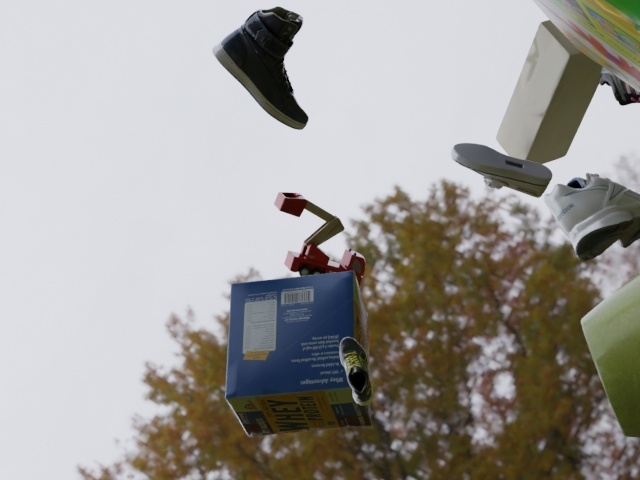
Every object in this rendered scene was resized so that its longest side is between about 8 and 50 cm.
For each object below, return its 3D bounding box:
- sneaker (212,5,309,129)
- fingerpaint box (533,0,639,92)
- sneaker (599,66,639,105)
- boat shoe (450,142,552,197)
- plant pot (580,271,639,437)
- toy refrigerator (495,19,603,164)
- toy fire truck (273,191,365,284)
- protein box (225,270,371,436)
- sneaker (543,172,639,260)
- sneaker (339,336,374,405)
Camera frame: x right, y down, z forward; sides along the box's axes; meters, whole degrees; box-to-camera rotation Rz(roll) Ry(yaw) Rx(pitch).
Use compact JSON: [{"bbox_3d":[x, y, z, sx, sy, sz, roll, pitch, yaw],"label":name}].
[{"bbox_3d":[-0.066,-0.325,2.101,0.163,0.226,0.086,-41,16,18],"label":"sneaker"},{"bbox_3d":[0.340,-0.133,0.788,0.163,0.445,0.371,-52,-27,11],"label":"fingerpaint box"},{"bbox_3d":[0.479,-0.224,1.687,0.063,0.170,0.075,-9,-49,-42],"label":"sneaker"},{"bbox_3d":[0.171,-0.065,1.098,0.035,0.100,0.035,-78,4,-51],"label":"boat shoe"},{"bbox_3d":[0.440,0.098,1.208,0.293,0.275,0.275,-21,-35,12],"label":"plant pot"},{"bbox_3d":[0.387,-0.249,1.900,0.102,0.094,0.270,-19,-33,-23],"label":"toy refrigerator"},{"bbox_3d":[0.000,0.000,1.988,0.192,0.047,0.135,15,-79,-20],"label":"toy fire truck"},{"bbox_3d":[-0.031,0.174,1.746,0.136,0.199,0.201,70,-164,-55],"label":"protein box"},{"bbox_3d":[0.467,-0.058,1.826,0.297,0.129,0.111,-8,-35,-52],"label":"sneaker"},{"bbox_3d":[0.042,0.145,1.299,0.031,0.083,0.035,-19,-26,-1],"label":"sneaker"}]
